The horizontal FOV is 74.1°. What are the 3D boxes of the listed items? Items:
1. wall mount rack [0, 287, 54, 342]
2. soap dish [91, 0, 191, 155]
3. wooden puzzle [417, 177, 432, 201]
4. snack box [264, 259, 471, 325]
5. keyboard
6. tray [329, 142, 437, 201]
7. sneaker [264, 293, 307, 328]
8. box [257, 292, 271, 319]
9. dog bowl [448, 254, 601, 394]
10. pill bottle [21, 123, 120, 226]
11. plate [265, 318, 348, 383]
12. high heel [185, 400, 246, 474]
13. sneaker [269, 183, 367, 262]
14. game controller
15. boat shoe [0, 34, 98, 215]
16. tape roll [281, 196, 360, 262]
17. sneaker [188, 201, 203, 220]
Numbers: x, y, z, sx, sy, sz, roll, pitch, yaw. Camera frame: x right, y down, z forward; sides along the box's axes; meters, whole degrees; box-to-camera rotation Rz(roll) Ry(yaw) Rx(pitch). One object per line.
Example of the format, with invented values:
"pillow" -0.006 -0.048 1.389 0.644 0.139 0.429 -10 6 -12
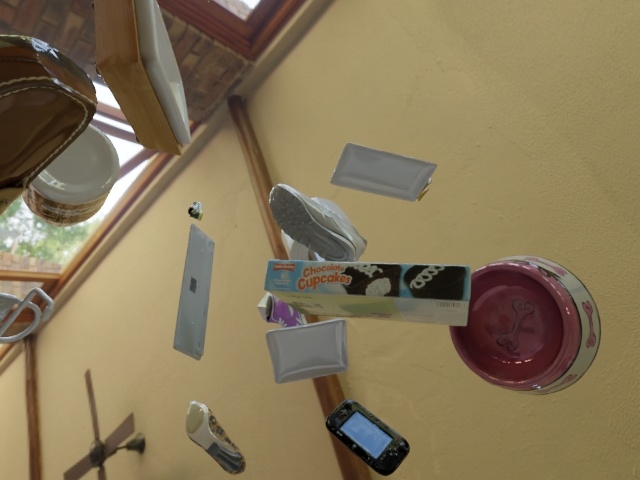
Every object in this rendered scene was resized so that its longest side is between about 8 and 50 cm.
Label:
"wall mount rack" -0.732 0.211 0.847 0.130 0.350 0.304 30 -98 26
"soap dish" -0.367 -0.347 0.888 0.118 0.291 0.229 -11 -111 -8
"wooden puzzle" 0.316 -0.175 1.328 0.078 0.014 0.116 -48 -160 27
"snack box" 0.087 0.092 0.730 0.321 0.187 0.060 1 -111 18
"keyboard" -0.231 0.087 0.784 0.014 0.072 0.256 -20 -128 21
"tray" 0.173 -0.192 1.179 0.145 0.270 0.030 116 -22 -45
"sneaker" -0.142 0.331 1.690 0.102 0.161 0.282 -6 -80 53
"box" -0.178 0.300 1.948 0.170 0.130 0.091 4 -52 28
"dog bowl" 0.553 0.238 1.219 0.407 0.150 0.408 -8 -102 44
"pill bottle" -0.422 -0.097 0.705 0.229 0.131 0.131 -20 -111 54
"plate" -0.042 0.387 1.507 0.045 0.277 0.278 -107 -170 -55
"high heel" -0.339 0.635 1.364 0.093 0.186 0.261 -41 -141 -15
"sneaker" -0.007 -0.039 0.900 0.235 0.095 0.090 42 -50 8
"game controller" 0.171 0.733 1.592 0.319 0.166 0.067 26 -55 38
"boat shoe" -0.320 -0.038 0.353 0.323 0.122 0.120 -25 -107 14
"tape roll" 0.000 0.000 1.438 0.246 0.246 0.169 -57 -151 18
"sneaker" -0.332 -0.083 1.117 0.031 0.035 0.083 -62 -146 16
